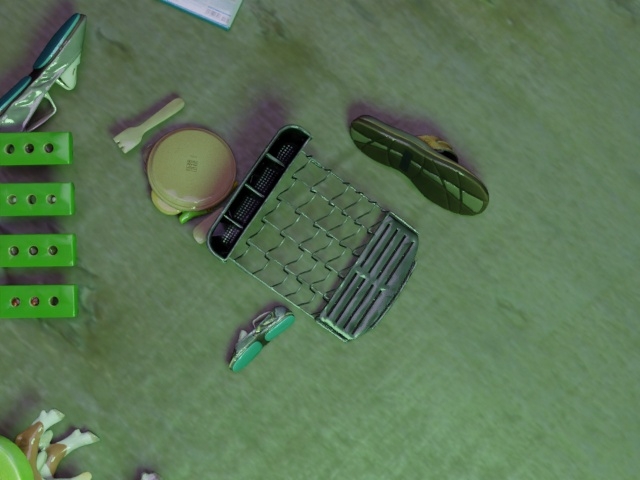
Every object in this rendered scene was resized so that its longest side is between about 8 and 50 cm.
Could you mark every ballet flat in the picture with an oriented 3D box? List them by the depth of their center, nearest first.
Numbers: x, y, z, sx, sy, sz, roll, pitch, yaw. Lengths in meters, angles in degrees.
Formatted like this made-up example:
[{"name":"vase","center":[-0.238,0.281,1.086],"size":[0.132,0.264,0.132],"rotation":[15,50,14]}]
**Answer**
[{"name":"ballet flat","center":[-0.086,0.129,1.793],"size":[0.114,0.041,0.041],"rotation":[-41,87,-10]},{"name":"ballet flat","center":[-0.376,-0.214,1.811],"size":[0.068,0.072,0.213],"rotation":[43,80,-25]}]

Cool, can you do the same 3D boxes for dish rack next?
[{"name":"dish rack","center":[0.000,0.000,1.783],"size":[0.271,0.074,0.208],"rotation":[36,81,-10]}]

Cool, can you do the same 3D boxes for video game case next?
[{"name":"video game case","center":[-0.151,-0.394,1.877],"size":[0.119,0.015,0.166],"rotation":[23,80,0]}]

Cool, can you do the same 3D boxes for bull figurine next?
[{"name":"bull figurine","center":[-0.292,0.361,1.703],"size":[0.310,0.101,0.188],"rotation":[33,77,0]}]

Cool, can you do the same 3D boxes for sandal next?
[{"name":"sandal","center":[0.143,-0.115,1.836],"size":[0.219,0.090,0.060],"rotation":[31,58,7]}]

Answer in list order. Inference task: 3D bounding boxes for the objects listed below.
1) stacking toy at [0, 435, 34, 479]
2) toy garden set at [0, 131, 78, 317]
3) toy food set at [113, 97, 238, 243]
[{"name":"stacking toy","center":[-0.526,0.302,1.629],"size":[0.279,0.130,0.309],"rotation":[-36,84,15]},{"name":"toy garden set","center":[-0.424,-0.020,1.771],"size":[0.203,0.049,0.244],"rotation":[-1,92,6]},{"name":"toy food set","center":[-0.181,-0.094,1.820],"size":[0.132,0.038,0.192],"rotation":[-37,81,-16]}]
